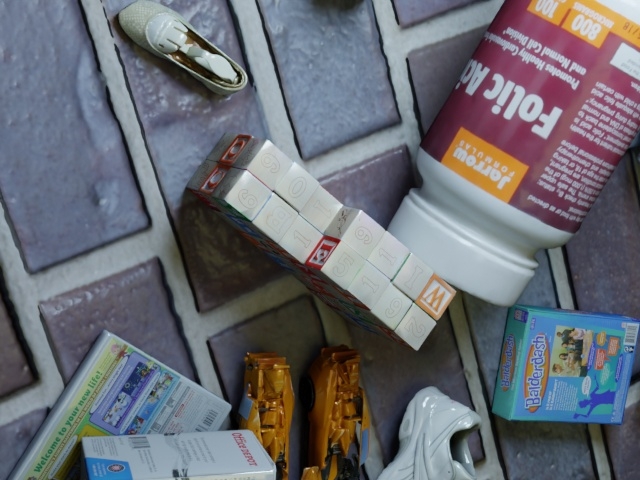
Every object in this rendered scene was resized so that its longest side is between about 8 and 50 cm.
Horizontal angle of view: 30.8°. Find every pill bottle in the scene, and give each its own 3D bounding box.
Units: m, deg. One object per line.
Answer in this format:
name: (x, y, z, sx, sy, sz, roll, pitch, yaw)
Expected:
pill bottle: (0.257, -0.131, 1.431, 0.224, 0.224, 0.392, 23, 103, -28)

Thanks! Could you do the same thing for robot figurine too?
robot figurine: (-0.026, 0.282, 1.464, 0.211, 0.085, 0.291, -3, 99, -26)

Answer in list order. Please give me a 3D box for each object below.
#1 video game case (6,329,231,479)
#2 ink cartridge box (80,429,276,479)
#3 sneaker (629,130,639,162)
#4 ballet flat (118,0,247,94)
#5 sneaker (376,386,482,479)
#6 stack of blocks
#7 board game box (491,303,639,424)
video game case: (-0.236, 0.242, 1.384, 0.193, 0.023, 0.212, 36, 82, -27)
ink cartridge box: (-0.164, 0.277, 1.309, 0.203, 0.148, 0.086, 0, 99, -15)
sneaker: (0.497, -0.199, 1.560, 0.210, 0.137, 0.366, -59, 158, 0)
ballet flat: (-0.152, -0.224, 1.337, 0.168, 0.052, 0.057, 30, 84, -28)
sneaker: (0.144, 0.316, 1.530, 0.090, 0.115, 0.232, 17, 91, -54)
stack of blocks: (0.000, 0.000, 1.384, 0.297, 0.171, 0.087, 40, 79, -26)
board game box: (0.353, 0.179, 1.665, 0.210, 0.047, 0.160, 8, 95, -29)
